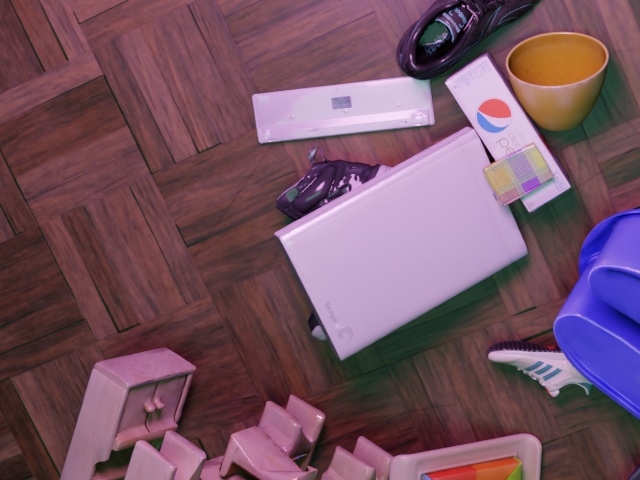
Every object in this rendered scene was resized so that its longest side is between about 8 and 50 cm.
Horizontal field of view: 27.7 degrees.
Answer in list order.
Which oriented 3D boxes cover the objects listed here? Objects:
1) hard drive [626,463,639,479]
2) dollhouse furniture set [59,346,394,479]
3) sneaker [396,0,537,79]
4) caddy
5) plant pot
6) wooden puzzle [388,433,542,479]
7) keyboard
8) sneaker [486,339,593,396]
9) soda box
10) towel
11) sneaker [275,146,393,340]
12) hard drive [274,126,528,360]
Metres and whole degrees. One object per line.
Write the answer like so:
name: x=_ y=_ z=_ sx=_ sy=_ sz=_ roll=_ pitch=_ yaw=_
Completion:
hard drive: x=0.556 y=0.340 z=1.866 sx=0.172 sy=0.054 sz=0.255 roll=41 pitch=106 yaw=-2
dollhouse furniture set: x=-0.168 y=0.364 z=1.847 sx=0.394 sy=0.362 sz=0.257 roll=29 pitch=110 yaw=28
sneaker: x=0.211 y=-0.309 z=1.731 sx=0.101 sy=0.106 sz=0.267 roll=45 pitch=104 yaw=-2
caddy: x=0.483 y=0.111 z=1.733 sx=0.341 sy=0.179 sz=0.241 roll=38 pitch=139 yaw=12
plant pot: x=0.320 y=-0.204 z=1.739 sx=0.134 sy=0.134 sz=0.095 roll=-5 pitch=130 yaw=10
wooden puzzle: x=0.214 y=0.403 z=1.895 sx=0.238 sy=0.044 sz=0.221 roll=-4 pitch=106 yaw=-21
keyboard: x=0.031 y=-0.186 z=1.842 sx=0.255 sy=0.014 sz=0.072 roll=-5 pitch=98 yaw=10
sneaker: x=0.318 y=0.188 z=1.864 sx=0.161 sy=0.057 sz=0.075 roll=3 pitch=99 yaw=6
soda box: x=0.259 y=-0.150 z=1.779 sx=0.069 sy=0.074 sz=0.216 roll=-32 pitch=97 yaw=16
towel: x=0.265 y=-0.089 z=1.749 sx=0.083 sy=0.009 sz=0.060 roll=-29 pitch=97 yaw=16
sneaker: x=0.000 y=0.000 z=1.850 sx=0.153 sy=0.101 sz=0.269 roll=21 pitch=101 yaw=4
hard drive: x=0.115 y=0.005 z=1.786 sx=0.307 sy=0.040 sz=0.203 roll=-29 pitch=109 yaw=-8
